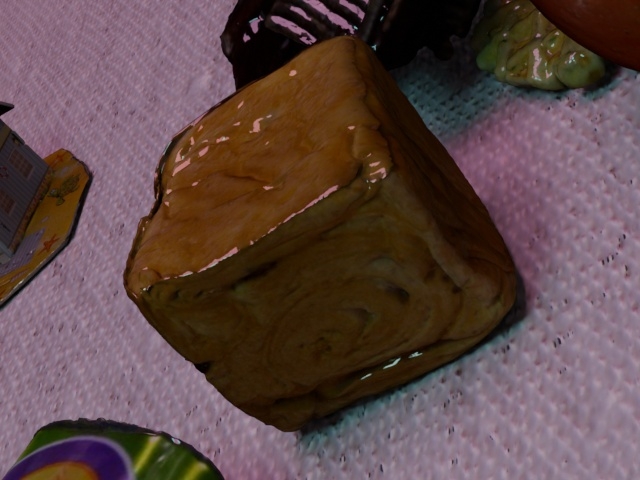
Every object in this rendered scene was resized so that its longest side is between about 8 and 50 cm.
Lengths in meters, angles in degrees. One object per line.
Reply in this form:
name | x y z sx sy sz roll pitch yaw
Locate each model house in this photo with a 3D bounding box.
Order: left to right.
model house | -0.302 -0.041 1.354 0.219 0.136 0.207 -24 31 35
model house | 0.020 -0.119 1.027 0.203 0.141 0.164 -62 29 26

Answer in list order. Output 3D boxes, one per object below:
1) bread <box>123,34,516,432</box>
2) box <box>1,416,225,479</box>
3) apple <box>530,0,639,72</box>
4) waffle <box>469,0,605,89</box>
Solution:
bread | 0.000 0.000 0.858 0.158 0.149 0.143 -34 32 21
box | -0.172 0.233 0.756 0.134 0.097 0.345 -1 40 38
apple | 0.181 -0.181 0.785 0.218 0.218 0.201 -43 43 4
waffle | 0.165 -0.158 0.974 0.183 0.036 0.169 -46 25 -5
